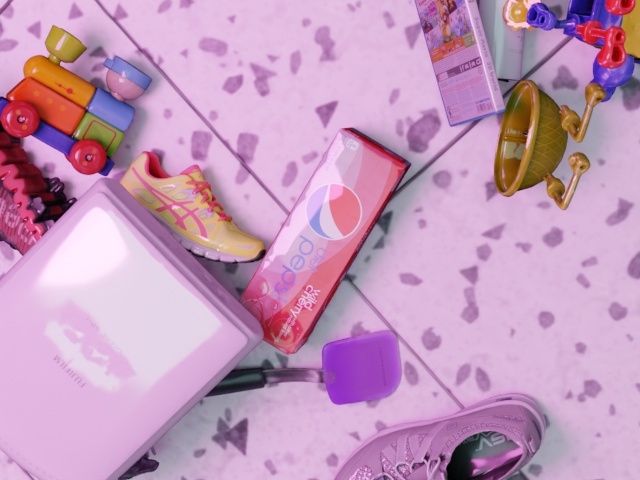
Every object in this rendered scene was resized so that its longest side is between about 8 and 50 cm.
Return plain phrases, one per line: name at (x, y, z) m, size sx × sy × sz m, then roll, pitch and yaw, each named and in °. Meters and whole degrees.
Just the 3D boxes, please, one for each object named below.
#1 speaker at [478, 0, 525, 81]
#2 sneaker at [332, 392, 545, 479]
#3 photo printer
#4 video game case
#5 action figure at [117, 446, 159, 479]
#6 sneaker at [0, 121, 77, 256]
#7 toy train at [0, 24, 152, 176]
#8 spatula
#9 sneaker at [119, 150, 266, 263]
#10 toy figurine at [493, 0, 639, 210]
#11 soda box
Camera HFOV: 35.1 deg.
speaker at (0.203, -0.246, 1.134) m, size 0.055 × 0.055 × 0.136 m, roll 4°, pitch 98°, yaw 10°
sneaker at (0.127, 0.263, 1.182) m, size 0.281 × 0.115 × 0.105 m, roll -31°, pitch 91°, yaw 12°
photo printer at (-0.258, 0.122, 1.137) m, size 0.307 × 0.107 × 0.256 m, roll -43°, pitch 94°, yaw 7°
video game case at (0.151, -0.214, 1.120) m, size 0.015 × 0.119 × 0.166 m, roll -18°, pitch 95°, yaw -17°
action figure at (-0.290, 0.160, 1.259) m, size 0.185 × 0.099 × 0.285 m, roll -16°, pitch 90°, yaw 19°
sneaker at (-0.389, -0.044, 1.239) m, size 0.135 × 0.098 × 0.276 m, roll -41°, pitch 81°, yaw 15°
toy train at (-0.330, -0.190, 1.180) m, size 0.248 × 0.105 × 0.143 m, roll 31°, pitch 90°, yaw -22°
spatula at (-0.049, 0.169, 1.245) m, size 0.297 × 0.030 × 0.084 m, roll -8°, pitch 98°, yaw 11°
sneaker at (-0.153, -0.040, 1.209) m, size 0.209 × 0.081 × 0.094 m, roll 27°, pitch 96°, yaw 10°
toy figurine at (0.329, -0.207, 1.057) m, size 0.217 × 0.191 × 0.362 m, roll 2°, pitch 104°, yaw -24°
soda box at (0.000, 0.000, 1.188) m, size 0.092 × 0.083 × 0.263 m, roll 31°, pitch 101°, yaw 5°
